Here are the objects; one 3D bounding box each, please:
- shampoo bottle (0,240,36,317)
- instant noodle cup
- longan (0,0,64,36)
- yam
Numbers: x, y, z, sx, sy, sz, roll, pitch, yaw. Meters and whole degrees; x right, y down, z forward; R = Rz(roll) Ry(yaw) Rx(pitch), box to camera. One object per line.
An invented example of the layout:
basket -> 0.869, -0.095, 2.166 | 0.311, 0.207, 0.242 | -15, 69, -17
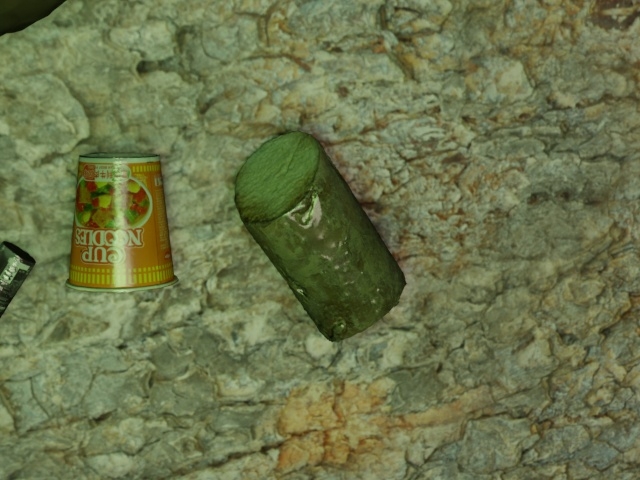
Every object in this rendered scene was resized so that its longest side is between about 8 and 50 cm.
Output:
shampoo bottle -> -0.488, 0.102, 1.585 | 0.057, 0.063, 0.207 | 33, 95, -11
instant noodle cup -> -0.283, -0.031, 1.567 | 0.168, 0.168, 0.185 | -2, 99, -16
longan -> -0.444, -0.429, 1.257 | 0.436, 0.404, 0.404 | 34, 94, -43
yam -> 0.000, 0.000, 1.650 | 0.168, 0.168, 0.304 | -36, 114, -4
